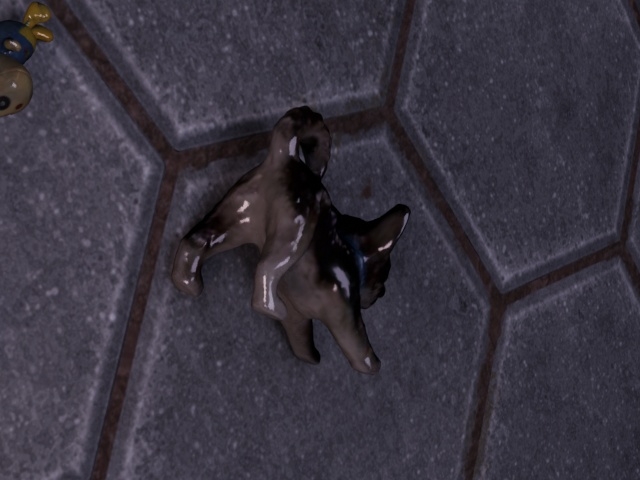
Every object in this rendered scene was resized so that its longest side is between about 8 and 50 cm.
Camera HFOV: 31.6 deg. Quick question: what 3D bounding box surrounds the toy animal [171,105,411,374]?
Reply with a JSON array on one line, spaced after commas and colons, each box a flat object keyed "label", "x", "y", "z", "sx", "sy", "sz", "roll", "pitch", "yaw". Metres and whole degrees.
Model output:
[{"label": "toy animal", "x": 0.000, "y": 0.000, "z": 1.607, "sx": 0.344, "sy": 0.194, "sz": 0.303, "roll": 36, "pitch": 71, "yaw": -46}]

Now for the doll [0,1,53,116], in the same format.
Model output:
[{"label": "doll", "x": -0.364, "y": -0.197, "z": 1.308, "sx": 0.089, "sy": 0.102, "sz": 0.179, "roll": 32, "pitch": 65, "yaw": 5}]
